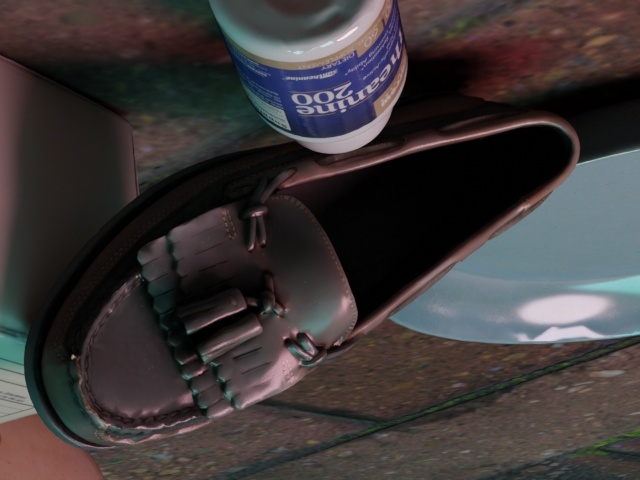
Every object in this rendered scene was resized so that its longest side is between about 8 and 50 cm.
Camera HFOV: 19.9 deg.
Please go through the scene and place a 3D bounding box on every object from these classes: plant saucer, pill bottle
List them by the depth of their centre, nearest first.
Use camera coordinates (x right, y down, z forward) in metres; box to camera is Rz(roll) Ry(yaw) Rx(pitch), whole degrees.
[{"bbox_3d":[-0.001,-0.077,0.697,0.067,0.067,0.120,-9,160,5],"label":"pill bottle"},{"bbox_3d":[0.181,-0.011,0.983,0.318,0.043,0.317,-6,160,-2],"label":"plant saucer"}]

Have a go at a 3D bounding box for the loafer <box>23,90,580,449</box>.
[{"bbox_3d":[0.000,0.000,0.752,0.267,0.096,0.084,-32,-164,-36],"label":"loafer"}]

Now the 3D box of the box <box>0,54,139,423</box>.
[{"bbox_3d":[-0.209,0.016,0.794,0.232,0.127,0.148,-18,157,26],"label":"box"}]

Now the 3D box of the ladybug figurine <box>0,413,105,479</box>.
[{"bbox_3d":[-0.346,0.167,1.019,0.449,0.162,0.305,-16,-167,1],"label":"ladybug figurine"}]
